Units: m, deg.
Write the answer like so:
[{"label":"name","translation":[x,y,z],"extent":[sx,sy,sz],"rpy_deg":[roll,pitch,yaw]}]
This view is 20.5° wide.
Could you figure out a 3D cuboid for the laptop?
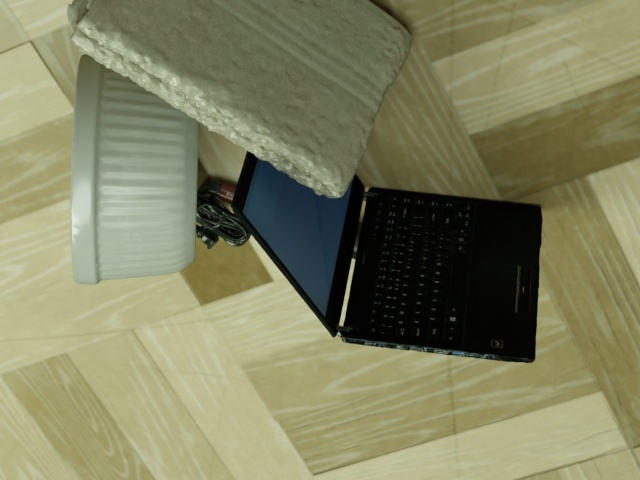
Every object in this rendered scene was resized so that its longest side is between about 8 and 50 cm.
[{"label":"laptop","translation":[0.068,-0.026,1.562],"extent":[0.264,0.234,0.137],"rpy_deg":[6,127,5]}]

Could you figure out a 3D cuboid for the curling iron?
[{"label":"curling iron","translation":[0.000,0.000,1.714],"extent":[0.274,0.035,0.068],"rpy_deg":[14,130,-1]}]

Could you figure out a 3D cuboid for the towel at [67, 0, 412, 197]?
[{"label":"towel","translation":[-0.065,-0.174,1.505],"extent":[0.282,0.187,0.049],"rpy_deg":[32,151,-16]}]

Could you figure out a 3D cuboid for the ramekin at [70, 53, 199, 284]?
[{"label":"ramekin","translation":[-0.164,-0.062,1.595],"extent":[0.109,0.207,0.207],"rpy_deg":[2,126,-4]}]
